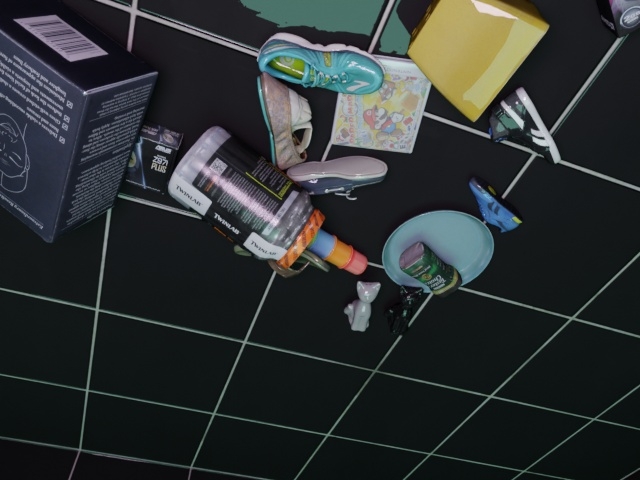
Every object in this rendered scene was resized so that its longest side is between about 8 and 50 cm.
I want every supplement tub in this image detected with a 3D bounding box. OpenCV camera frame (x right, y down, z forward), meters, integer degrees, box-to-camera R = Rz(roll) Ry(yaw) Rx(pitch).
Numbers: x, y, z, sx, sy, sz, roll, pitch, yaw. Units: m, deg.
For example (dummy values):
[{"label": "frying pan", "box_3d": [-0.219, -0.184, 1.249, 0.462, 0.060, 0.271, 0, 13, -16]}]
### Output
[{"label": "supplement tub", "box_3d": [-0.169, -0.095, 1.231, 0.338, 0.207, 0.207, 37, 123, -6]}]

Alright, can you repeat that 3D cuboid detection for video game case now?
[{"label": "video game case", "box_3d": [0.140, -0.317, 1.211, 0.206, 0.026, 0.227, 6, 131, -5]}]

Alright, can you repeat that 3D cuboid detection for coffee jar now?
[{"label": "coffee jar", "box_3d": [0.316, 0.087, 1.472, 0.184, 0.079, 0.096, 34, 123, -26]}]

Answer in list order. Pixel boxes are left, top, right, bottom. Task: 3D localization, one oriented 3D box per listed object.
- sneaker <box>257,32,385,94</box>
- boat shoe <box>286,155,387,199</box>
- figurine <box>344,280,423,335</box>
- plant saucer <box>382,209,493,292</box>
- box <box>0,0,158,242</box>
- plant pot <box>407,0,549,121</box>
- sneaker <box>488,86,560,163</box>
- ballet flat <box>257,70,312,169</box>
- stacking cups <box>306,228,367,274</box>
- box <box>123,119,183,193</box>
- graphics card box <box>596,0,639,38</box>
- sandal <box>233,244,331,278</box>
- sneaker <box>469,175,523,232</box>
[{"label": "sneaker", "box_3d": [0.000, -0.357, 1.101, 0.275, 0.110, 0.107, 11, 132, 1]}, {"label": "boat shoe", "box_3d": [0.043, -0.153, 1.308, 0.254, 0.095, 0.079, -6, 129, 7]}, {"label": "figurine", "box_3d": [0.193, 0.196, 1.595, 0.214, 0.092, 0.209, 7, 140, -5]}, {"label": "plant saucer", "box_3d": [0.336, 0.028, 1.501, 0.317, 0.044, 0.318, 0, 130, 0]}, {"label": "box", "box_3d": [-0.566, -0.251, 1.081, 0.293, 0.212, 0.395, 37, 125, 2]}, {"label": "plant pot", "box_3d": [0.292, -0.405, 1.031, 0.187, 0.212, 0.212, 30, 126, -7]}, {"label": "sneaker", "box_3d": [0.477, -0.252, 1.242, 0.121, 0.079, 0.217, -29, 117, 27]}, {"label": "ballet flat", "box_3d": [-0.073, -0.269, 1.162, 0.106, 0.108, 0.316, -8, 160, -2]}, {"label": "stacking cups", "box_3d": [0.000, 0.000, 1.453, 0.316, 0.096, 0.096, 26, 126, -26]}, {"label": "box", "box_3d": [-0.445, -0.215, 1.264, 0.180, 0.078, 0.147, 19, 128, -16]}, {"label": "graphics card box", "box_3d": [0.595, -0.591, 0.930, 0.232, 0.094, 0.371, -26, 127, 20]}, {"label": "sandal", "box_3d": [-0.108, 0.061, 1.430, 0.302, 0.086, 0.120, 6, 164, 27]}, {"label": "sneaker", "box_3d": [0.453, -0.088, 1.384, 0.209, 0.069, 0.082, 35, 126, -27]}]
